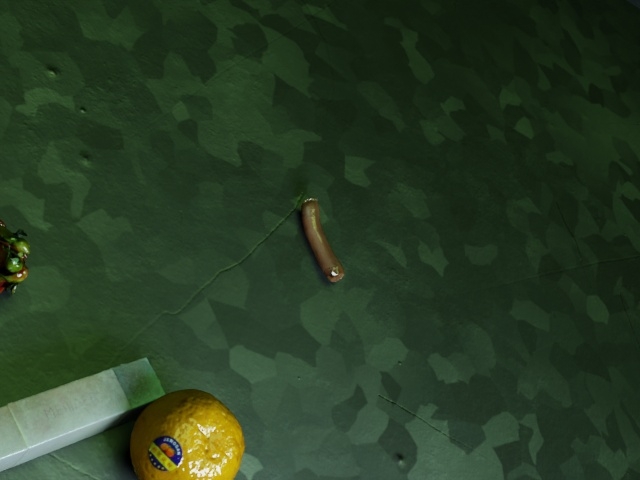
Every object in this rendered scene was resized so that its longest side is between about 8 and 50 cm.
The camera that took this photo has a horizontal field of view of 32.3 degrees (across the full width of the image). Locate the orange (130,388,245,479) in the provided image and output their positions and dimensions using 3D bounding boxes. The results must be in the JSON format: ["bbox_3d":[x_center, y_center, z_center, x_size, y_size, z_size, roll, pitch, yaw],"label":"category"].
[{"bbox_3d":[-0.205,0.316,1.692,0.177,0.155,0.178,10,66,-22],"label":"orange"}]

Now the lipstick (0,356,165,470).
[{"bbox_3d":[-0.404,0.268,1.630,0.371,0.080,0.076,-16,71,-43],"label":"lipstick"}]

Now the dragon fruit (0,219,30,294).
[{"bbox_3d":[-0.511,0.020,1.725,0.142,0.175,0.138,58,45,-34],"label":"dragon fruit"}]

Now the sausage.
[{"bbox_3d":[0.001,0.000,2.172,0.040,0.047,0.177,9,53,-53],"label":"sausage"}]
